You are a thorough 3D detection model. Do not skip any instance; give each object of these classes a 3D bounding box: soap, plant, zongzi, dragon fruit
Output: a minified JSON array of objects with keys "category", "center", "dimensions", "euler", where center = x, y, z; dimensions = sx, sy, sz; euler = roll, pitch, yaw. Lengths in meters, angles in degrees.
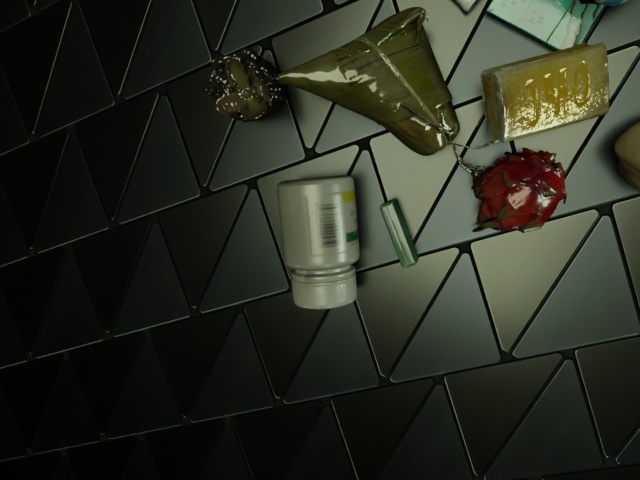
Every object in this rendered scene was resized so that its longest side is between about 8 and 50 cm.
[{"category":"soap","center":[0.520,-0.340,1.174],"dimensions":[0.275,0.089,0.173],"euler":[-17,109,-8]},{"category":"plant","center":[-0.201,-0.404,1.348],"dimensions":[0.178,0.234,0.204],"euler":[-27,98,23]},{"category":"zongzi","center":[0.158,-0.299,1.256],"dimensions":[0.419,0.181,0.446],"euler":[-25,94,-7]},{"category":"dragon fruit","center":[0.476,-0.111,1.247],"dimensions":[0.192,0.193,0.274],"euler":[34,111,-25]}]

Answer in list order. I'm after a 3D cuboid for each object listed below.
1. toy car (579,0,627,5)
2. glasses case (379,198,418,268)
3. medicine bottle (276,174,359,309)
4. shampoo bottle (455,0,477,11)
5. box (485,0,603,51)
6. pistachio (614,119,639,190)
[{"category":"toy car","center":[0.671,-0.627,1.082],"dimensions":[0.190,0.188,0.255],"euler":[13,73,-5]},{"category":"glasses case","center":[0.215,-0.019,1.380],"dimensions":[0.040,0.078,0.184],"euler":[-20,94,21]},{"category":"medicine bottle","center":[0.000,0.000,1.375],"dimensions":[0.209,0.208,0.339],"euler":[-3,100,15]},{"category":"shampoo bottle","center":[0.350,-0.625,1.251],"dimensions":[0.099,0.043,0.072],"euler":[44,108,3]},{"category":"box","center":[0.541,-0.568,1.211],"dimensions":[0.229,0.041,0.161],"euler":[33,107,6]},{"category":"pistachio","center":[0.829,-0.178,1.113],"dimensions":[0.332,0.226,0.207],"euler":[21,128,25]}]
